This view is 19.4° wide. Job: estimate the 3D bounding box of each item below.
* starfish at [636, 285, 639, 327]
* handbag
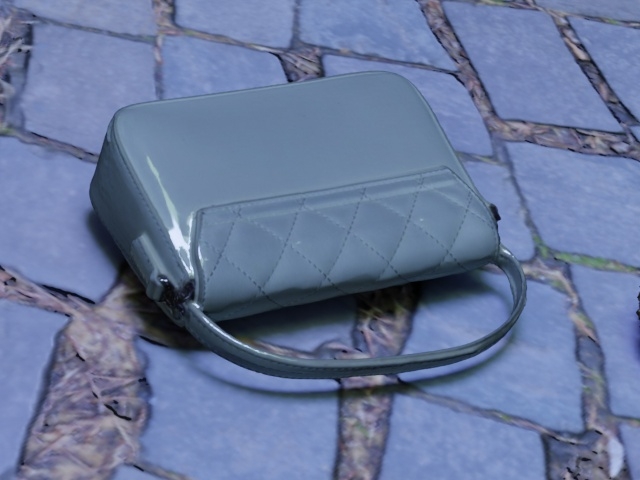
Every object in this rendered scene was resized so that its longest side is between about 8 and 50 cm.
[{"bbox_3d":[0.339,0.098,1.116,0.312,0.113,0.303,16,35,5],"label":"starfish"},{"bbox_3d":[0.000,0.000,1.151,0.256,0.079,0.219,-10,53,-32],"label":"handbag"}]
